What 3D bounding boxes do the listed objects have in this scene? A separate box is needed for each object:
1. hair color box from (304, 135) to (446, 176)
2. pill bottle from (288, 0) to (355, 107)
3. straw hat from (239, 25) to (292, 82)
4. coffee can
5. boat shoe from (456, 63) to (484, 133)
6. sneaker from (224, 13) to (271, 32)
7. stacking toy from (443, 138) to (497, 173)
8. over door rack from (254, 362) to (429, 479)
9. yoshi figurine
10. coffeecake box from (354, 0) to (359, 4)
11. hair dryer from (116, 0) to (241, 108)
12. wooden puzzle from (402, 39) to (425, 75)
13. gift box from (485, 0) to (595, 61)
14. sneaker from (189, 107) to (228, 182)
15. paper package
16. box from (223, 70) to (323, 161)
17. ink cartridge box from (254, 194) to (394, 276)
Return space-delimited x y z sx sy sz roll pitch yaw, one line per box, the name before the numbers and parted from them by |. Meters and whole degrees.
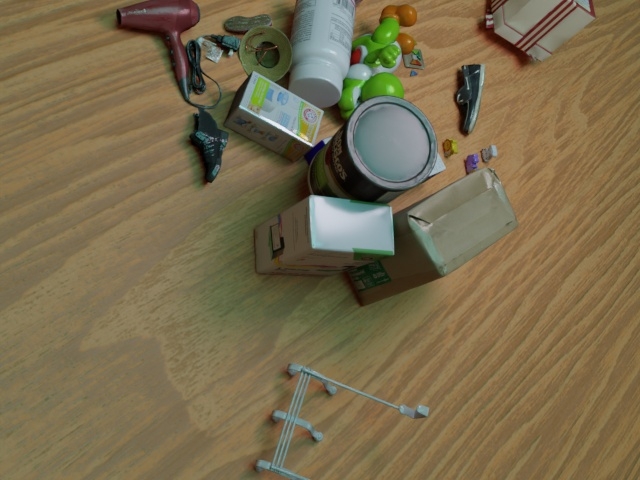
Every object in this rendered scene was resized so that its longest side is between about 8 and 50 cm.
hair color box | 0.148 -0.204 1.680 0.339 0.110 0.185 -23 86 -35
pill bottle | 0.000 -0.495 1.654 0.160 0.160 0.283 17 66 -25
straw hat | -0.128 -0.465 1.624 0.144 0.144 0.061 62 16 0
coffee can | 0.105 -0.169 1.419 0.201 0.275 0.201 4 77 -17
boat shoe | 0.449 -0.429 1.960 0.079 0.084 0.233 7 74 12
sneaker | -0.181 -0.539 1.640 0.118 0.067 0.042 -5 78 -1
stacking toy | 0.446 -0.185 1.885 0.167 0.052 0.221 2 75 -28
over door rack | 0.044 0.432 1.395 0.324 0.108 0.239 19 63 -1
yoshi figurine | 0.179 -0.456 1.731 0.203 0.203 0.362 39 62 -22
coffeecake box | 0.087 -0.694 1.753 0.142 0.185 0.068 -36 94 -33
hair dryer | -0.330 -0.464 1.499 0.293 0.080 0.223 28 63 -20
wooden puzzle | 0.276 -0.544 1.919 0.078 0.014 0.116 -11 81 -32
gift box | 0.689 -0.745 2.077 0.255 0.258 0.276 24 56 -22
sneaker | -0.265 -0.217 1.478 0.089 0.051 0.170 23 59 -22
paper package | 0.243 -0.006 1.539 0.309 0.325 0.168 -28 90 -34
box | -0.110 -0.295 1.558 0.203 0.103 0.114 27 63 -21
ink cartridge box | 0.000 0.000 1.425 0.201 0.278 0.117 5 75 -29
